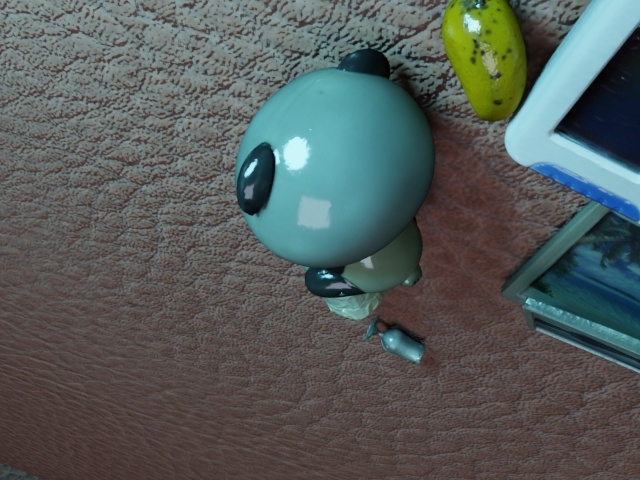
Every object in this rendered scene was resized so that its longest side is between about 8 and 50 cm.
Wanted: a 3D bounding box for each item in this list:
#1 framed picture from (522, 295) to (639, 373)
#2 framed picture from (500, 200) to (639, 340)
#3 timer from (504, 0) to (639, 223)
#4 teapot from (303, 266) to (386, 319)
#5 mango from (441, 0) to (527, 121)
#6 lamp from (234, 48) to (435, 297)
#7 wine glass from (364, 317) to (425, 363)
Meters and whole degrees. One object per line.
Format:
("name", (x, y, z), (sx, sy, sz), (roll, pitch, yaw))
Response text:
("framed picture", (0.325, 0.120, 0.826), (0.203, 0.015, 0.150), (22, 172, 21))
("framed picture", (0.385, 0.066, 0.796), (0.315, 0.024, 0.232), (26, 145, -1))
("timer", (0.273, -0.126, 0.574), (0.178, 0.078, 0.253), (27, 145, -1))
("teapot", (0.000, 0.000, 0.903), (0.107, 0.077, 0.200), (19, 149, 43))
("mango", (0.136, -0.152, 0.619), (0.079, 0.057, 0.114), (48, 159, 57))
("lamp", (0.024, -0.050, 0.724), (0.197, 0.198, 0.244), (6, 148, 25))
("wine glass", (0.105, 0.142, 1.044), (0.083, 0.039, 0.042), (30, 154, -4))
